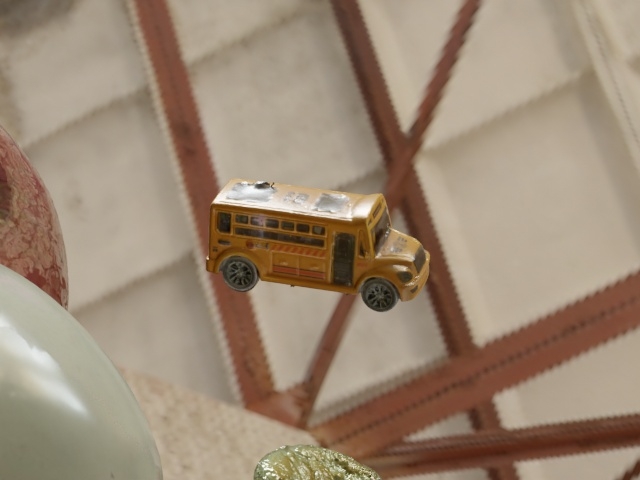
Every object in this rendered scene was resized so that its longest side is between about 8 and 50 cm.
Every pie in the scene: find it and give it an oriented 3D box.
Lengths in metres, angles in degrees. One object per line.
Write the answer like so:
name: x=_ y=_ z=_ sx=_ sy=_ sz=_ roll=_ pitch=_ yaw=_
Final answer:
pie: x=0.005 y=0.132 z=0.893 sx=0.084 sy=0.084 sz=0.021 roll=47 pitch=-59 yaw=34

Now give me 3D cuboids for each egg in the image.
egg: x=-0.156 y=0.071 z=0.634 sx=0.209 sy=0.151 sz=0.151 roll=15 pitch=-98 yaw=15

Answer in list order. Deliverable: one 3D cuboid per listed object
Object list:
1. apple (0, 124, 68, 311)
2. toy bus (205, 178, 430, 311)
apple: x=-0.352 y=0.026 z=1.332 sx=0.269 sy=0.345 sz=0.345 roll=-45 pitch=-125 yaw=28
toy bus: x=0.000 y=0.000 z=1.343 sx=0.162 sy=0.069 sz=0.074 roll=8 pitch=-64 yaw=13
